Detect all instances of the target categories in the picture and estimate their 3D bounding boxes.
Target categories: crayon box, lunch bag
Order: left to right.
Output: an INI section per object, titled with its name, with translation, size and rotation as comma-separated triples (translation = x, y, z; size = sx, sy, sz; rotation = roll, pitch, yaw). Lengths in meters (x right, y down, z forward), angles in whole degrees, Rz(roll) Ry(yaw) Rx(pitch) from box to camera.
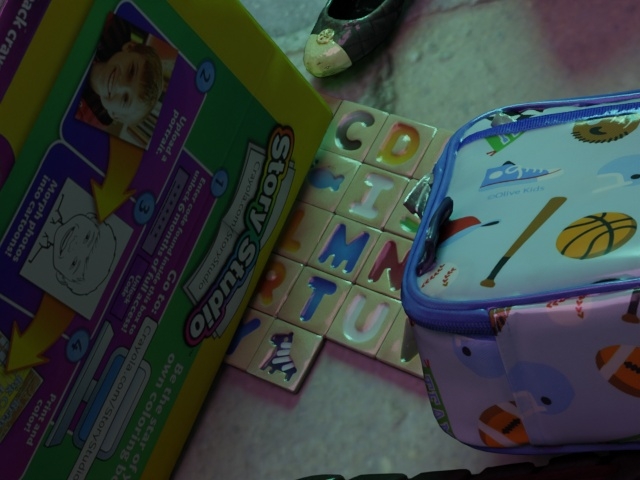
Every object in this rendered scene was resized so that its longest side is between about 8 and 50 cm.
[crayon box]
translation = -0.160, 0.004, 0.856
size = 0.106, 0.313, 0.363
rotation = 17, 75, 30
[lunch bag]
translation = 0.190, -0.006, 0.782
size = 0.303, 0.115, 0.243
rotation = -6, 32, 22

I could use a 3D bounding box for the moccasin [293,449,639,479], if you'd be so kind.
[moccasin]
translation = 0.127, 0.187, 0.731
size = 0.380, 0.139, 0.147
rotation = -10, 100, 26

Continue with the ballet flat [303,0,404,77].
[ballet flat]
translation = 0.040, -0.185, 1.034
size = 0.057, 0.049, 0.173
rotation = 29, 79, 36

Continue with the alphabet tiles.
[alphabet tiles]
translation = 0.000, 0.000, 0.978
size = 0.237, 0.009, 0.198
rotation = 20, 74, 34
